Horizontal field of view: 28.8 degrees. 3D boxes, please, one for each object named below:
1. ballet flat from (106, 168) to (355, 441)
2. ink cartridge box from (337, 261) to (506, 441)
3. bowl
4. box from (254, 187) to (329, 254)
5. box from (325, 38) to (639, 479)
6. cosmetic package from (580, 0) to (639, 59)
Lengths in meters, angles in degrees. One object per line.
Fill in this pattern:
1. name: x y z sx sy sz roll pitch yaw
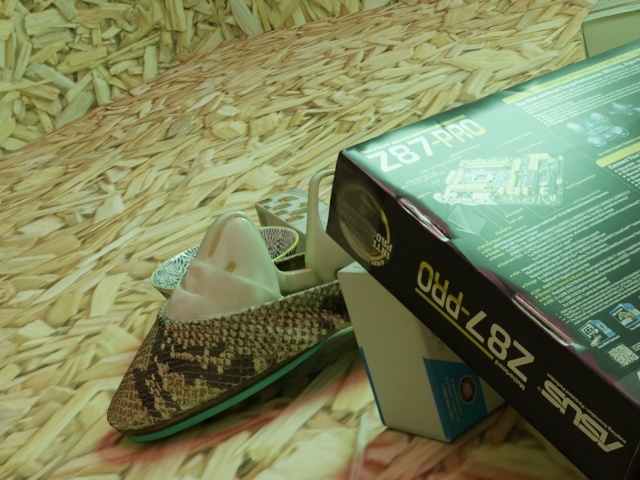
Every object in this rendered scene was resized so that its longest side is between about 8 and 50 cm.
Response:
1. ballet flat: 0.002 0.024 1.204 0.483 0.182 0.164 -20 18 -11
2. ink cartridge box: 0.130 0.053 1.052 0.203 0.148 0.086 -28 18 -36
3. bowl: -0.096 0.053 1.380 0.170 0.080 0.170 -14 17 4
4. box: 0.000 0.000 1.486 0.063 0.067 0.324 -21 17 -14
5. box: 0.253 -0.012 0.951 0.395 0.097 0.318 -23 51 -31
6. cosmetic package: 0.508 -0.325 1.934 0.153 0.129 0.296 -7 19 24
